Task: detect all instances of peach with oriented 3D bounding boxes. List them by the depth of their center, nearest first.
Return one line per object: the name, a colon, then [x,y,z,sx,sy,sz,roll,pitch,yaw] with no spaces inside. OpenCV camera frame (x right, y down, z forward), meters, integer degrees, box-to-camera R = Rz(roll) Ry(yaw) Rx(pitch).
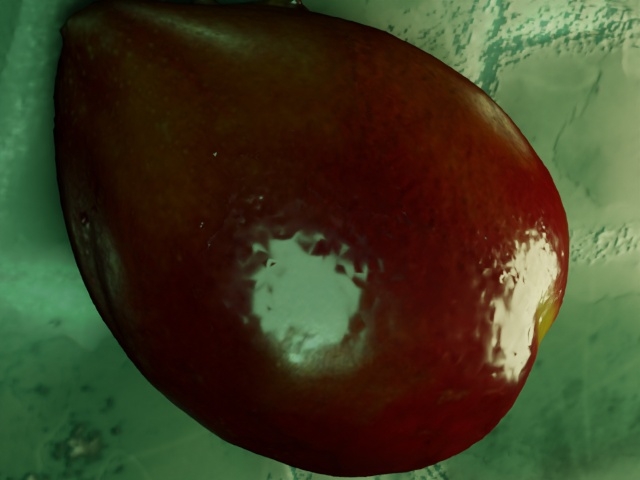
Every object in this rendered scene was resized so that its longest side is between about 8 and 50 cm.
peach: [0.000,0.000,1.018,0.258,0.201,0.361,-46,122,6]
